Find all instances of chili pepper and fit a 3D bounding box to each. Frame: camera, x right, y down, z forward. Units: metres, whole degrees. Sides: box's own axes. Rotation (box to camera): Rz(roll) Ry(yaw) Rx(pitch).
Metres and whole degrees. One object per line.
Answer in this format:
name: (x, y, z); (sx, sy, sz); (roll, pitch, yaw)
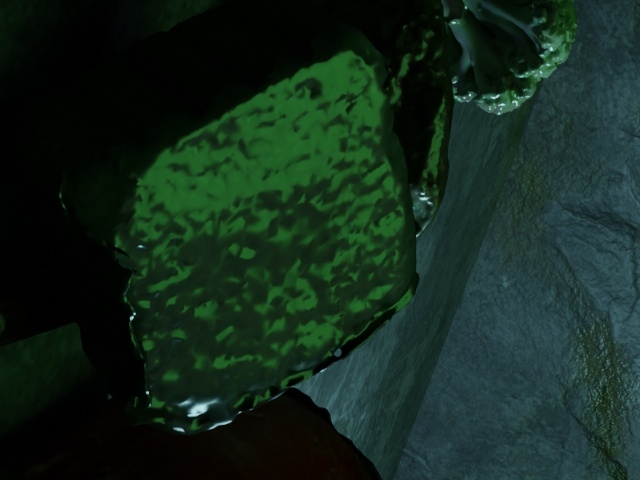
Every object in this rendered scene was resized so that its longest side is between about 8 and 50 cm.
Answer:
chili pepper: (-0.110, 0.223, 0.937); (0.229, 0.251, 0.305); (-37, 171, 20)

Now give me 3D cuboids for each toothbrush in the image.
toothbrush: (-0.204, 0.046, 0.717); (0.041, 0.041, 0.364); (-69, 167, 10)

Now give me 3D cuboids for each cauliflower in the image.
cauliflower: (0.116, -0.258, 1.211); (0.315, 0.239, 0.256); (27, 71, -43)

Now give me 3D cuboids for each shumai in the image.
shumai: (-0.027, -0.113, 0.980); (0.222, 0.204, 0.272); (130, -44, -55)

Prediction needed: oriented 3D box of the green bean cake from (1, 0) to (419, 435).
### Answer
green bean cake: (-0.057, -0.010, 0.791); (0.222, 0.125, 0.227); (-32, 128, -21)

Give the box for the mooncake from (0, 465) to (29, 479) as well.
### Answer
mooncake: (-0.240, 0.257, 0.625); (0.351, 0.187, 0.351); (21, 90, -76)
